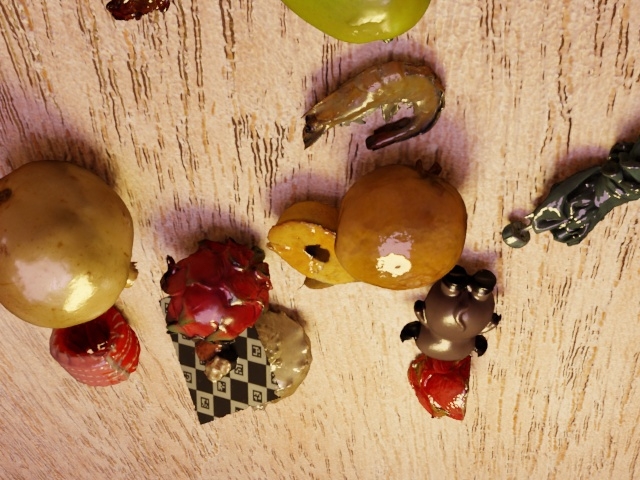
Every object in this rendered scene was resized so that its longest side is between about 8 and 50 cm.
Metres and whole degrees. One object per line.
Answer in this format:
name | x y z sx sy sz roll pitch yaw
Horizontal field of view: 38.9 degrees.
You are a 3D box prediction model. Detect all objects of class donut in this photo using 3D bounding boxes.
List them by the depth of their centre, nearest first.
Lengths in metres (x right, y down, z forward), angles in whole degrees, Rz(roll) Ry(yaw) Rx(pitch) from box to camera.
donut | -0.001 0.000 1.660 0.190 0.075 0.174 37 142 -22

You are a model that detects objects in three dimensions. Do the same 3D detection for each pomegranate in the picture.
pomegranate | -0.468 0.009 1.633 0.319 0.319 0.319 7 144 5

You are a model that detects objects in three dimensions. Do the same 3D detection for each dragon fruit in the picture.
dragon fruit | -0.211 0.106 1.757 0.274 0.193 0.192 -39 118 13
dragon fruit | 0.256 0.310 1.994 0.161 0.121 0.127 2 138 19

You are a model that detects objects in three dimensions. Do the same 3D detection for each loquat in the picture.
loquat | 0.135 -0.016 1.515 0.238 0.193 0.238 -1 126 -1

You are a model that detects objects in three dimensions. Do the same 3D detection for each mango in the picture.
mango | 0.016 -0.355 1.134 0.273 0.149 0.185 26 148 -11

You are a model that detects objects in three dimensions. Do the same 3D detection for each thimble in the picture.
thimble | -0.507 0.235 2.041 0.189 0.163 0.125 10 147 24

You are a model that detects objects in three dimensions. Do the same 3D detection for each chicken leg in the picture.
chicken leg | -0.227 -0.363 1.267 0.093 0.053 0.205 10 159 -40

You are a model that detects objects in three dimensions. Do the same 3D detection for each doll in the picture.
doll | 0.259 0.149 1.774 0.181 0.117 0.257 11 143 2

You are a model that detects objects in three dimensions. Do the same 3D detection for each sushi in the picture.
sushi | -0.233 0.233 1.901 0.264 0.290 0.050 -23 176 37

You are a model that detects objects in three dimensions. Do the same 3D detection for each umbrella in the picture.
umbrella | 0.434 -0.058 1.476 0.143 0.094 0.348 34 140 -22

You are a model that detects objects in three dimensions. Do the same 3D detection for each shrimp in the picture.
shrimp | 0.084 -0.197 1.414 0.173 0.058 0.253 26 140 -34

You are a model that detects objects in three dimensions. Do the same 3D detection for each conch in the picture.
conch | -0.154 0.266 1.999 0.263 0.186 0.324 26 143 12

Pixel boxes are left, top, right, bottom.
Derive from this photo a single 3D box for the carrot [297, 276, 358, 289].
carrot | 0.062 0.058 1.747 0.298 0.078 0.078 -16 136 36
